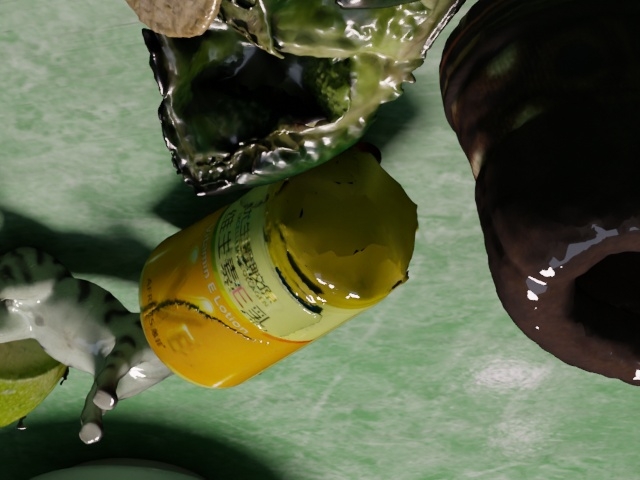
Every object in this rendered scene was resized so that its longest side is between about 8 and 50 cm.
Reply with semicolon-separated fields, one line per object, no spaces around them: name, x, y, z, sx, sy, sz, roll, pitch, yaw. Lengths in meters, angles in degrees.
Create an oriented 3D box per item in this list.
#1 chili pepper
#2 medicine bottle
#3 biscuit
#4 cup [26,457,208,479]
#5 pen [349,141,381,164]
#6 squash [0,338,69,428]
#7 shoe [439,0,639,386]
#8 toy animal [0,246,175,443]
chili pepper;-0.014;-0.131;1.149;0.148;0.116;0.264;-4;151;-31
medicine bottle;-0.031;0.020;1.326;0.124;0.124;0.239;21;151;-24
biscuit;-0.095;-0.174;1.094;0.015;0.120;0.120;-27;164;-35
cup;-0.183;0.316;1.780;0.347;0.163;0.347;2;146;1
pen;0.000;0.000;1.406;0.028;0.028;0.239;12;146;-12
squash;-0.304;0.043;1.432;0.203;0.111;0.289;3;145;-1
shoe;0.265;-0.028;1.120;0.384;0.237;0.171;6;145;-23
toy animal;-0.166;0.087;1.428;0.255;0.170;0.090;22;116;-18
